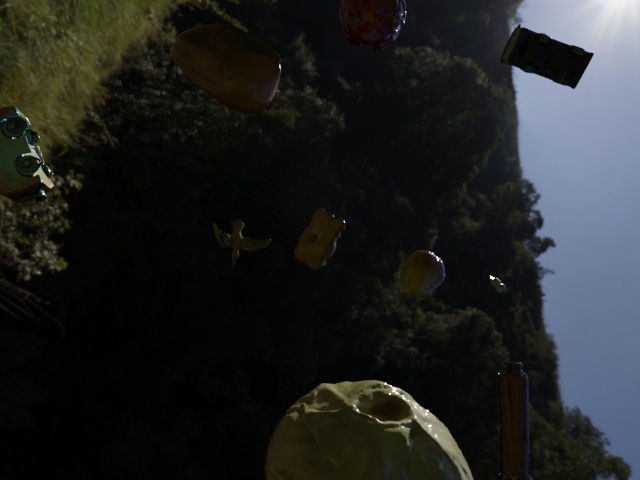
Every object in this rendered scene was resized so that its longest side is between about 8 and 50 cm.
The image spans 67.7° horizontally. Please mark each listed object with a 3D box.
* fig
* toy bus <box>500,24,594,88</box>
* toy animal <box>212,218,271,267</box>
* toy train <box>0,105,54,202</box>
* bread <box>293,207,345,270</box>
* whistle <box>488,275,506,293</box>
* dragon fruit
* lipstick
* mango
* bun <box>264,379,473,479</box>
[{"bbox_3d":[0.343,0.159,1.759,0.257,0.159,0.159,-53,178,-12],"label":"fig"},{"bbox_3d":[0.517,-0.429,1.111,0.103,0.182,0.091,-87,-165,-62],"label":"toy bus"},{"bbox_3d":[-0.293,0.013,1.689,0.155,0.219,0.095,-69,-152,23],"label":"toy animal"},{"bbox_3d":[-0.586,-0.159,0.914,0.072,0.099,0.188,139,-71,-74],"label":"toy train"},{"bbox_3d":[0.000,0.000,1.887,0.160,0.088,0.233,36,-87,44],"label":"bread"},{"bbox_3d":[0.621,0.154,1.678,0.100,0.035,0.035,-109,-156,-62],"label":"whistle"},{"bbox_3d":[0.094,-0.448,0.935,0.136,0.133,0.166,-58,-152,32],"label":"dragon fruit"},{"bbox_3d":[0.452,0.497,1.111,0.077,0.077,0.419,131,-40,-82],"label":"lipstick"},{"bbox_3d":[-0.211,-0.375,1.057,0.136,0.236,0.166,-64,-165,-12],"label":"mango"},{"bbox_3d":[0.087,0.364,0.807,0.364,0.364,0.202,-95,-169,-68],"label":"bun"}]
